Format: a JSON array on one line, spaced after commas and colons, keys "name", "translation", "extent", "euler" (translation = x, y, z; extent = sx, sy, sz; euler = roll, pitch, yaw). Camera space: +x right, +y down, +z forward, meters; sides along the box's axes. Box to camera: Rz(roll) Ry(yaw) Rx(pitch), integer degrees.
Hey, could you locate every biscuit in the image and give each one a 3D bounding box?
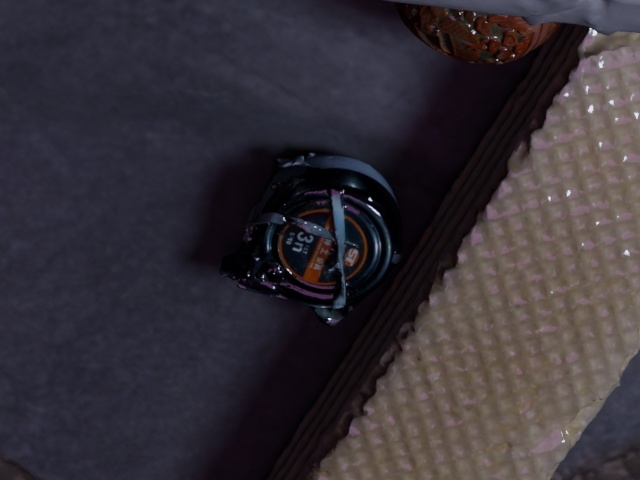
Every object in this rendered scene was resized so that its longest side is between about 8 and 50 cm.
[{"name": "biscuit", "translation": [0.100, 0.064, 1.009], "extent": [0.144, 0.078, 0.426], "euler": [27, 113, -13]}]

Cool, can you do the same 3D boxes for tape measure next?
[{"name": "tape measure", "translation": [0.002, -0.001, 0.992], "extent": [0.091, 0.054, 0.094], "euler": [26, 119, -14]}]

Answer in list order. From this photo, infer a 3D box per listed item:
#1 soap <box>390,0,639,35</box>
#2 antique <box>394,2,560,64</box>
[{"name": "soap", "translation": [0.156, -0.226, 0.704], "extent": [0.435, 0.350, 0.213], "euler": [5, 77, -6]}, {"name": "antique", "translation": [0.082, -0.139, 0.900], "extent": [0.104, 0.104, 0.104], "euler": [0, 116, 0]}]
